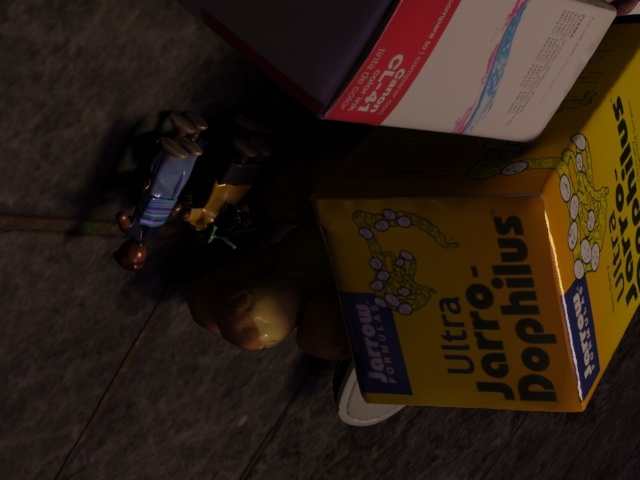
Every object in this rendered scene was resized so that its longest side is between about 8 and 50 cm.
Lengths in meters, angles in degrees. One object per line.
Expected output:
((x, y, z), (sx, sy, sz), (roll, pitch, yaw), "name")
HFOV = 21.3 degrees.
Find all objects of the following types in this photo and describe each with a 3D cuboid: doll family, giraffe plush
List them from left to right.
((-0.103, -0.036, 1.337), (0.193, 0.076, 0.111), (0, 129, -51), "doll family")
((0.000, 0.000, 1.457), (0.210, 0.181, 0.170), (4, 100, -27), "giraffe plush")

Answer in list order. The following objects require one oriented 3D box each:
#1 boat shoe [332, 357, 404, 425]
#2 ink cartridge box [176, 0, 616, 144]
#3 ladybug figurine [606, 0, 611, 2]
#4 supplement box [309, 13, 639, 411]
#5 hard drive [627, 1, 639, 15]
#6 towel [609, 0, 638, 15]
((0.097, 0.051, 1.732), (0.114, 0.091, 0.302), (22, 109, -42), "boat shoe")
((0.038, -0.182, 1.188), (0.306, 0.226, 0.131), (4, 122, -58), "ink cartridge box")
((0.244, -0.384, 1.256), (0.305, 0.162, 0.449), (-76, -173, -62), "ladybug figurine")
((0.167, -0.033, 1.431), (0.356, 0.195, 0.194), (-49, 132, -51), "supplement box")
((0.327, -0.163, 1.798), (0.319, 0.040, 0.210), (22, 85, -62), "hard drive")
((0.327, -0.354, 1.419), (0.329, 0.037, 0.237), (115, -3, -71), "towel")
